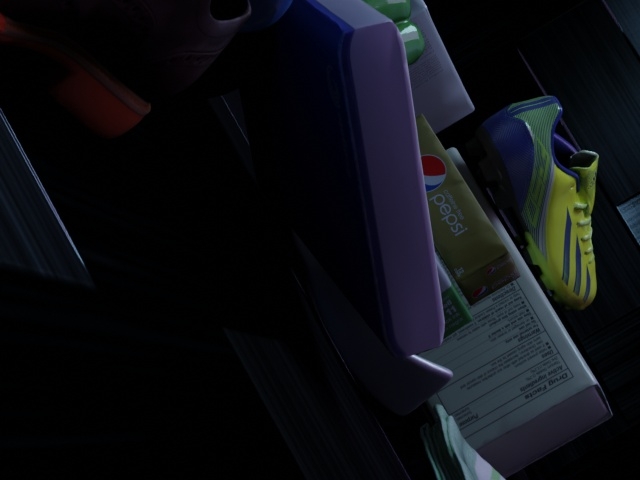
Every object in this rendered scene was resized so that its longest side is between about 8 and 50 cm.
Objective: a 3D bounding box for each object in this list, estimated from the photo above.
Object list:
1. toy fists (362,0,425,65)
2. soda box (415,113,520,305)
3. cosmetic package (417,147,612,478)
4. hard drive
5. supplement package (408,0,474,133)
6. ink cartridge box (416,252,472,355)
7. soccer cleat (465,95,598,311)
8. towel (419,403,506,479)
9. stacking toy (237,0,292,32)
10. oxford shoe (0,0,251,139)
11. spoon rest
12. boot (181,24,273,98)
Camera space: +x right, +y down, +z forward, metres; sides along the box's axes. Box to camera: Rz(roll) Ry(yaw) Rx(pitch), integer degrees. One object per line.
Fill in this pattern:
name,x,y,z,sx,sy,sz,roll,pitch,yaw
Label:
toy fists,0.000,-0.222,1.249,0.142,0.096,0.279,96,-22,-62
soda box,0.121,-0.030,1.583,0.181,0.058,0.061,60,3,31
cosmetic package,0.150,0.077,1.683,0.309,0.160,0.113,63,5,29
hard drive,-0.002,-0.080,1.107,0.319,0.040,0.210,-130,-153,-64
supplement package,0.013,-0.212,1.770,0.198,0.199,0.263,61,5,24
ink cartridge box,0.041,-0.013,1.516,0.208,0.087,0.153,56,5,-35
soccer cleat,0.252,-0.032,1.726,0.289,0.121,0.093,58,4,-40
towel,0.215,0.289,1.344,0.325,0.038,0.248,43,11,-21
stacking toy,-0.122,-0.209,0.724,0.165,0.175,0.302,14,1,30
oxford shoe,-0.101,-0.128,0.646,0.097,0.098,0.271,61,5,16
spoon rest,0.031,-0.003,1.242,0.084,0.137,0.276,25,37,-34
boot,-0.130,-0.229,1.055,0.262,0.095,0.203,51,7,-46
